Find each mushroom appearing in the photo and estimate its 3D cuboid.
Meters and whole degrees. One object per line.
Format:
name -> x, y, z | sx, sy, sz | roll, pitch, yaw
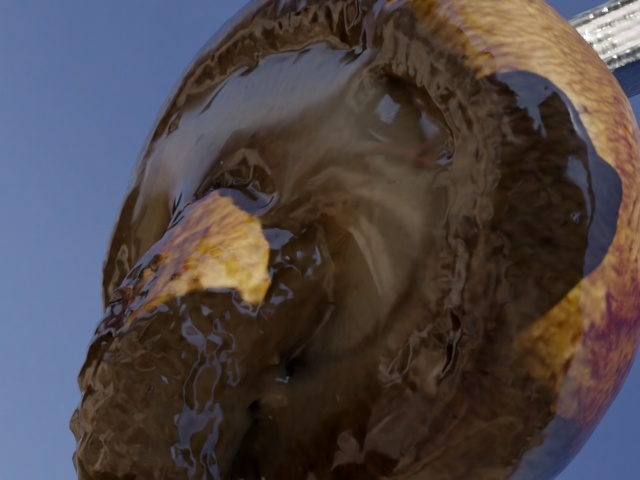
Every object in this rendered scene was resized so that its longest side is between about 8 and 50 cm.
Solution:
mushroom -> 0.017, 0.007, 0.869 | 0.345, 0.345, 0.239 | 40, -5, 33

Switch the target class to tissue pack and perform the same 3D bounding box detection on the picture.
tissue pack -> 0.283, -0.175, 1.464 | 0.073, 0.235, 0.173 | 64, -16, 7
